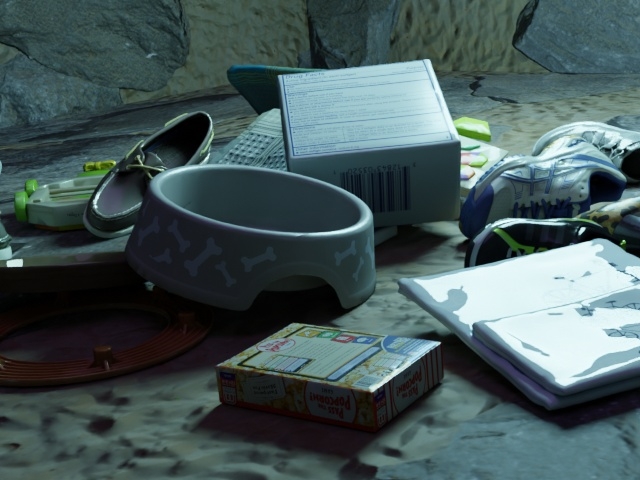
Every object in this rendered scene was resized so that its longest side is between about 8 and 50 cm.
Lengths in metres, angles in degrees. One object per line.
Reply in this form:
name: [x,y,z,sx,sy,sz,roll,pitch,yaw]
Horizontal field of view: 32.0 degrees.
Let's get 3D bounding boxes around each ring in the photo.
ring: [-0.304,0.109,1.423,0.336,0.032,0.336,-4,15,1]

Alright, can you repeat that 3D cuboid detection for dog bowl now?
dog bowl: [-0.086,-0.013,1.518,0.348,0.102,0.349,9,19,-3]

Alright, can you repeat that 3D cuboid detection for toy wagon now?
toy wagon: [-0.436,-0.092,2.163,0.267,0.068,0.344,-6,14,-4]

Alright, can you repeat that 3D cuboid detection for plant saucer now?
plant saucer: [-0.347,0.042,1.583,0.277,0.041,0.278,-3,4,0]

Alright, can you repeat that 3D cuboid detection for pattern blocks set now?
pattern blocks set: [0.215,-0.136,1.924,0.324,0.026,0.285,10,40,19]

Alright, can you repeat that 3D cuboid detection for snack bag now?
snack bag: [0.302,0.073,1.272,0.323,0.037,0.342,-12,23,-20]

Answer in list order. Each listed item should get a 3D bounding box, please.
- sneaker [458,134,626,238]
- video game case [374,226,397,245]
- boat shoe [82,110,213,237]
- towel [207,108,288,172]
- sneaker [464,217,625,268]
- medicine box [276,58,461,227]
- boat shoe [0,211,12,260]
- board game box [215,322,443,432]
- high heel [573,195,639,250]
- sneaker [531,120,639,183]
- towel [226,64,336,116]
sneaker: [0.350,-0.070,1.731,0.296,0.112,0.131,-28,50,-26]
video game case: [0.000,0.000,1.752,0.173,0.022,0.190,5,18,34]
boat shoe: [-0.303,-0.125,2.002,0.116,0.097,0.324,37,48,9]
towel: [-0.088,-0.156,2.071,0.324,0.056,0.312,6,45,46]
sneaker: [0.303,0.013,1.482,0.234,0.084,0.097,-12,19,-25]
medicine box: [0.073,-0.157,1.818,0.263,0.149,0.289,-6,35,-2]
boat shoe: [-0.619,-0.027,1.922,0.109,0.091,0.305,-15,18,-36]
board game box: [0.011,0.138,1.176,0.193,0.045,0.146,5,18,34]
high heel: [0.490,-0.055,1.644,0.186,0.093,0.261,11,29,28]
sneaker: [0.519,-0.155,2.002,0.281,0.105,0.115,0,15,15]
towel: [-0.016,-0.263,2.359,0.370,0.271,0.040,13,60,47]
